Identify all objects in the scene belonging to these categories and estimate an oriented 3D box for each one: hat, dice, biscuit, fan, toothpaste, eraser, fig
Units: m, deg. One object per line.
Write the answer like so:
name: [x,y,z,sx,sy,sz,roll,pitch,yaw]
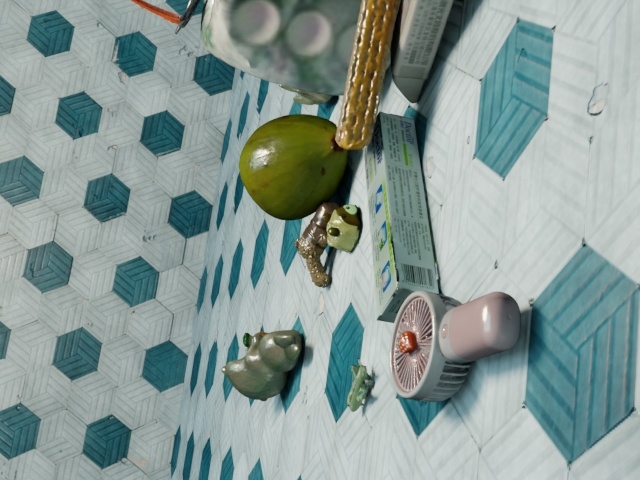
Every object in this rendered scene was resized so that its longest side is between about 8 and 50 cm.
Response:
hat: [0.035,-0.023,1.437,0.076,0.059,0.077,110,158,-45]
dice: [-0.022,-0.465,1.434,0.348,0.328,0.330,-108,32,-60]
biscuit: [0.082,-0.321,1.195,0.094,0.054,0.379,-94,15,-82]
fan: [0.147,0.110,0.917,0.244,0.074,0.130,137,142,-64]
toothpaste: [0.111,-0.042,1.166,0.081,0.067,0.337,118,158,-47]
eraser: [0.149,-0.343,1.139,0.352,0.061,0.089,105,169,-55]
fig: [-0.039,-0.146,1.543,0.225,0.203,0.203,-16,62,51]

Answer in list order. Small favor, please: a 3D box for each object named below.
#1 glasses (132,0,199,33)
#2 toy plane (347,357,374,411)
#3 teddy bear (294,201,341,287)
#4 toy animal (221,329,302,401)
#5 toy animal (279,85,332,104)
glasses: [-0.315,-0.517,1.421,0.118,0.268,0.234,-69,1,-49]
toy plane: [0.060,0.223,1.229,0.080,0.033,0.083,-129,45,-69]
teddy bear: [-0.009,0.000,1.539,0.119,0.078,0.160,-117,40,-71]
toy animal: [-0.090,0.236,1.647,0.251,0.127,0.125,-37,30,47]
toy animal: [0.007,-0.403,1.764,0.236,0.138,0.108,-60,-30,-14]
